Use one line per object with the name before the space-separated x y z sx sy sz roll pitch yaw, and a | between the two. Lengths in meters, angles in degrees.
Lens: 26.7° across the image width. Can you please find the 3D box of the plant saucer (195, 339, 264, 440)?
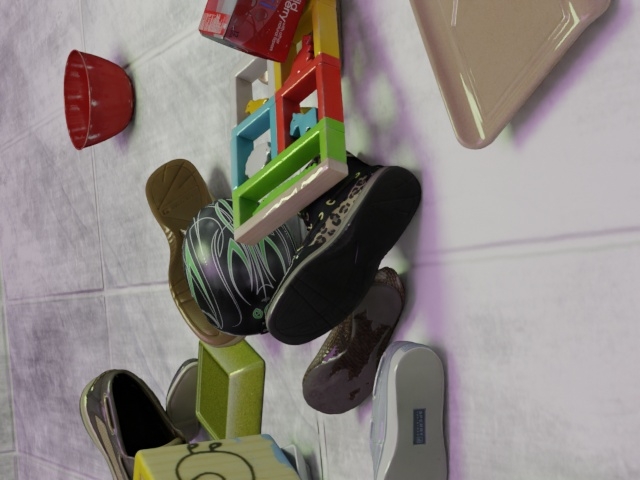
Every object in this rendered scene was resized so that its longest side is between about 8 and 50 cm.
plant saucer | -0.146 0.233 2.053 0.188 0.045 0.188 -141 51 -58

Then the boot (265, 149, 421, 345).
boot | 0.002 0.000 1.556 0.236 0.085 0.178 -53 27 -1

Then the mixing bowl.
mixing bowl | -0.397 -0.257 2.450 0.181 0.098 0.181 175 90 -65

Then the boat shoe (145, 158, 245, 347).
boat shoe | -0.161 0.027 1.997 0.110 0.121 0.341 56 -169 -52

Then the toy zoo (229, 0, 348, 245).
toy zoo | -0.044 -0.162 1.607 0.192 0.030 0.293 -35 48 44

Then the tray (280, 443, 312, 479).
tray | -0.028 0.418 1.848 0.145 0.030 0.270 146 116 -63

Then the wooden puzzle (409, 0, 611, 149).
wooden puzzle | 0.176 -0.237 1.285 0.239 0.044 0.221 -50 49 51

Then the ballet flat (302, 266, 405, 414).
ballet flat | 0.041 0.118 1.607 0.058 0.084 0.250 -80 8 -47

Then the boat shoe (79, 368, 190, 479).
boat shoe | -0.263 0.359 2.135 0.355 0.132 0.130 54 151 8

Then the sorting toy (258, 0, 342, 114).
sorting toy | -0.039 -0.260 1.739 0.229 0.041 0.307 -170 77 -65

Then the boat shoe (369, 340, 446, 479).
boat shoe | 0.094 0.222 1.507 0.081 0.079 0.228 -155 67 -72

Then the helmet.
helmet | -0.106 0.027 1.794 0.169 0.169 0.162 -131 27 -52

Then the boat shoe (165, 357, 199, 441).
boat shoe | -0.226 0.251 2.198 0.206 0.075 0.065 104 146 -45

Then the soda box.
soda box | -0.053 -0.350 1.595 0.083 0.092 0.263 26 97 57

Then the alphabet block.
alphabet block | -0.133 0.393 1.800 0.192 0.197 0.193 -136 48 -55
